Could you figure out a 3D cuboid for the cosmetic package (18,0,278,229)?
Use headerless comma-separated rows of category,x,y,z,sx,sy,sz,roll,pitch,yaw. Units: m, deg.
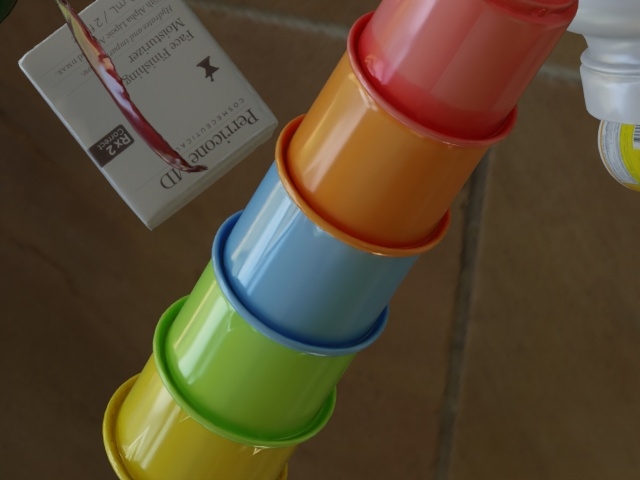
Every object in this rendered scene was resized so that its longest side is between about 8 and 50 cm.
cosmetic package,-0.152,-0.126,1.535,0.151,0.151,0.183,-39,91,-3

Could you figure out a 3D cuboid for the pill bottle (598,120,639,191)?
pill bottle,0.358,-0.104,1.747,0.117,0.215,0.117,-1,95,-9

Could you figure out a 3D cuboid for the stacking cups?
stacking cups,0.000,0.000,0.714,0.096,0.096,0.316,30,132,-1

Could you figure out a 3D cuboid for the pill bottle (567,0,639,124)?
pill bottle,0.186,-0.235,0.931,0.182,0.181,0.323,-3,109,24

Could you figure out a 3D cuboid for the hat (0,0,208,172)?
hat,-0.187,-0.140,0.959,0.173,0.208,0.183,-20,136,9
